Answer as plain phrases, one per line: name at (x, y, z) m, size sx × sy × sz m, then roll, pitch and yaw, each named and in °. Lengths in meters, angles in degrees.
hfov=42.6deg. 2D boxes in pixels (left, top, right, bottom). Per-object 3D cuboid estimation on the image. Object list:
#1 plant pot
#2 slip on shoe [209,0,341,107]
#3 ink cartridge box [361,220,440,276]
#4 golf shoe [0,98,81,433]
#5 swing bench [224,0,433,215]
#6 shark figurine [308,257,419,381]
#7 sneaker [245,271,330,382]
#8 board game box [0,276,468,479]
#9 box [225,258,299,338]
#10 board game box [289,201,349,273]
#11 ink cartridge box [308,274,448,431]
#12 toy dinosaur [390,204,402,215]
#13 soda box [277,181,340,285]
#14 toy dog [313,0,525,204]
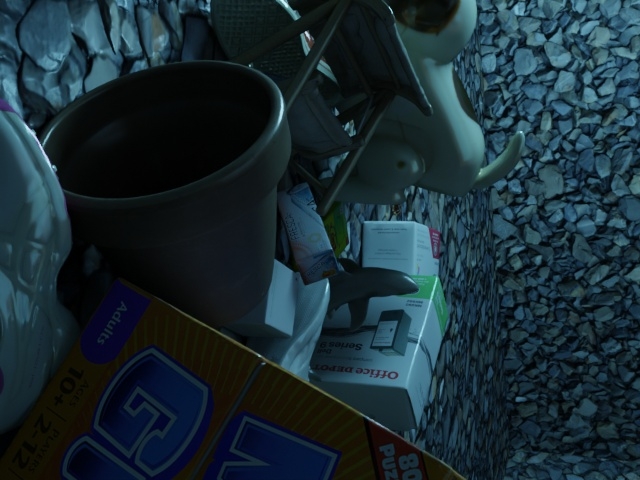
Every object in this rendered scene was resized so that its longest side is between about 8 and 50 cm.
plant pot at (-0.147, -0.033, 0.886) m, size 0.263 × 0.263 × 0.229 m, roll -67°, pitch 155°, yaw -44°
slip on shoe at (-0.072, -0.305, 1.270) m, size 0.331 × 0.123 × 0.101 m, roll 33°, pitch 28°, yaw -59°
ink cartridge box at (0.182, 0.117, 1.860) m, size 0.226 × 0.131 × 0.306 m, roll 12°, pitch 78°, yaw -68°
golf shoe at (-0.290, 0.029, 0.709) m, size 0.140 × 0.115 × 0.306 m, roll -32°, pitch 119°, yaw -61°
swing bench at (0.006, -0.214, 1.208) m, size 0.254 × 0.165 × 0.253 m, roll -45°, pitch 149°, yaw -3°
shark figurine at (0.014, 0.107, 1.449) m, size 0.278 × 0.166 × 0.116 m, roll -40°, pitch 146°, yaw -7°
sneaker at (-0.052, 0.202, 1.327) m, size 0.292 × 0.108 × 0.169 m, roll -62°, pitch 149°, yaw -31°
board game box at (-0.075, 0.312, 0.783) m, size 0.356 × 0.356 × 0.356 m, roll -60°, pitch 151°, yaw -11°
box at (-0.093, 0.087, 1.227) m, size 0.102 × 0.087 × 0.101 m, roll 41°, pitch 52°, yaw -62°
board game box at (0.000, 0.000, 1.516) m, size 0.181 × 0.043 × 0.092 m, roll -49°, pitch 136°, yaw -58°
ink cartridge box at (0.108, 0.203, 1.565) m, size 0.289 × 0.211 × 0.121 m, roll -66°, pitch 149°, yaw -45°
toy dinosaur at (0.186, -0.229, 1.854) m, size 0.218 × 0.164 × 0.322 m, roll 54°, pitch 17°, yaw -80°
soda box at (-0.023, -0.013, 1.328) m, size 0.183 × 0.063 × 0.058 m, roll -110°, pitch -179°, yaw -48°
toy dog at (0.162, -0.283, 1.457) m, size 0.284 × 0.395 × 0.408 m, roll -38°, pitch 132°, yaw -60°
